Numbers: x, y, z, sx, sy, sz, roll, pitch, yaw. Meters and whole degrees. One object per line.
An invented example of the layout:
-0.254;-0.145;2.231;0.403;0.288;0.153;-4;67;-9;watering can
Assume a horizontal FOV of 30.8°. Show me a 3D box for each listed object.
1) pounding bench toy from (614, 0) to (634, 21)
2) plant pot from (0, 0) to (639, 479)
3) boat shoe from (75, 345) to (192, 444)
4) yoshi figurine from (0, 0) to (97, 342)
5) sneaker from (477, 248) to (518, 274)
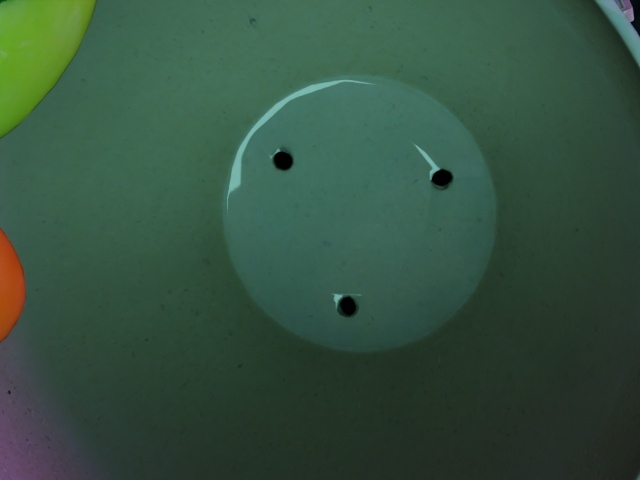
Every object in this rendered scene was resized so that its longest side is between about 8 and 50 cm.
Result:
0.114;-0.071;0.509;0.052;0.083;0.065;-14;125;10;pounding bench toy
0.000;0.000;0.473;0.284;0.191;0.284;2;97;13;plant pot
-0.143;0.091;0.610;0.073;0.080;0.223;55;147;-10;boat shoe
-0.033;-0.138;0.272;0.203;0.203;0.362;36;86;-13;yoshi figurine
0.191;-0.023;0.554;0.232;0.081;0.090;-26;131;23;sneaker
